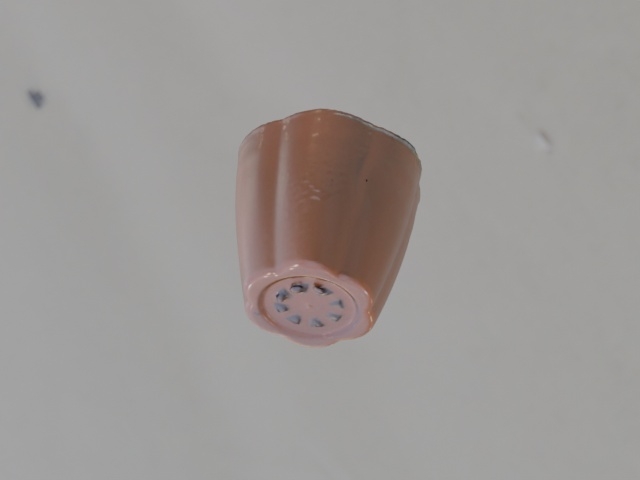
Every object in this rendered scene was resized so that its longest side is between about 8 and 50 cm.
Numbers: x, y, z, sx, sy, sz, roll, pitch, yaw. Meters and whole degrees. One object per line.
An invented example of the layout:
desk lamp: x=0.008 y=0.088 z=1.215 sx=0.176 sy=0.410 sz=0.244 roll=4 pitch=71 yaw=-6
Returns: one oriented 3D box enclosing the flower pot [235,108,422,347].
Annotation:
flower pot: x=0.000 y=0.000 z=1.893 sx=0.191 sy=0.173 sz=0.190 roll=5 pitch=143 yaw=4
